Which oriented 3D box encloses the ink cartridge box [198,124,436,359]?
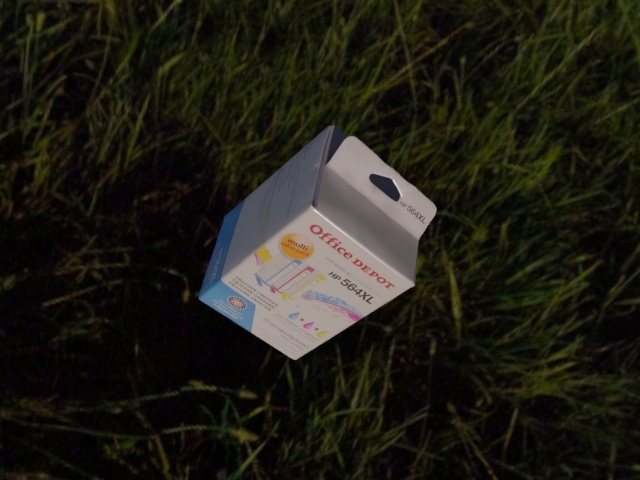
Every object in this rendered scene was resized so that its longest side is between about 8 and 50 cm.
[{"bbox_3d":[0.000,0.000,0.517,0.092,0.143,0.090,36,40,-21],"label":"ink cartridge box"}]
